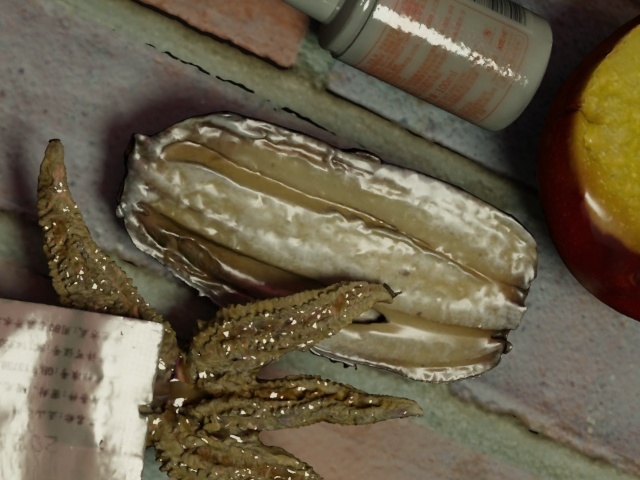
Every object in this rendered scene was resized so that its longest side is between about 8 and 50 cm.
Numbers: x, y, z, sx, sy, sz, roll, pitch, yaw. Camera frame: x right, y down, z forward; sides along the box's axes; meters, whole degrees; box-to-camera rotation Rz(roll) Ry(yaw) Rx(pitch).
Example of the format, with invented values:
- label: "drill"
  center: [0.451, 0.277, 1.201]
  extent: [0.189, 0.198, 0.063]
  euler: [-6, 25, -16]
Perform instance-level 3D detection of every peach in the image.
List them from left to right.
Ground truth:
- label: "peach"
  center: [0.291, -0.044, 1.344]
  extent: [0.274, 0.248, 0.245]
  euler: [-37, 139, -24]

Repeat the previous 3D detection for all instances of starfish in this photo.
- label: "starfish"
  center: [-0.072, 0.094, 1.253]
  extent: [0.293, 0.084, 0.302]
  euler: [7, 87, 0]

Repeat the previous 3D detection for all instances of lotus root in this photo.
- label: "lotus root"
  center: [-0.001, 0.000, 1.321]
  extent: [0.329, 0.078, 0.167]
  euler: [23, 99, -14]

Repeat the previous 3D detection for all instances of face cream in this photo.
- label: "face cream"
  center: [0.049, -0.176, 1.338]
  extent: [0.251, 0.101, 0.101]
  euler: [23, 79, -16]

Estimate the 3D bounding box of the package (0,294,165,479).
- label: "package"
  center: [-0.245, 0.136, 1.192]
  extent: [0.250, 0.062, 0.204]
  euler: [8, 92, 2]
